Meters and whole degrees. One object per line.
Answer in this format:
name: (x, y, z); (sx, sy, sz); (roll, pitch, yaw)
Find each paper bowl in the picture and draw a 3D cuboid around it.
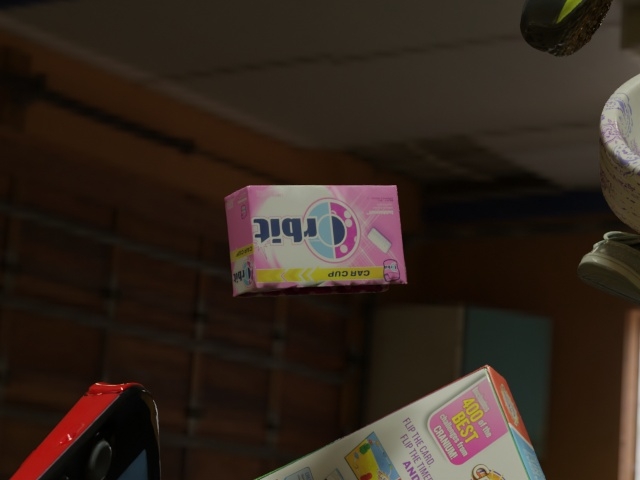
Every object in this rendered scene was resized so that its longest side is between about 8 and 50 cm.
paper bowl: (0.463, -0.082, 2.079); (0.284, 0.284, 0.148); (1, -53, 14)

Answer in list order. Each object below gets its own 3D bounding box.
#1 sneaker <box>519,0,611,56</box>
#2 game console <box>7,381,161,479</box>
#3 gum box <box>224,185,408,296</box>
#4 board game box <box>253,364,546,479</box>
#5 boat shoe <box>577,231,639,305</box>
sneaker: (0.144, -0.244, 1.120); (0.121, 0.300, 0.111); (12, -30, 0)
game console: (-0.236, 0.357, 1.699); (0.060, 0.387, 0.342); (8, 27, 16)
gum box: (0.000, 0.000, 1.903); (0.188, 0.107, 0.062); (-1, -10, -28)
board game box: (0.097, 0.315, 1.997); (0.316, 0.242, 0.064); (-27, -29, 15)
boat shoe: (0.409, 0.032, 2.256); (0.118, 0.103, 0.320); (24, 3, 29)
